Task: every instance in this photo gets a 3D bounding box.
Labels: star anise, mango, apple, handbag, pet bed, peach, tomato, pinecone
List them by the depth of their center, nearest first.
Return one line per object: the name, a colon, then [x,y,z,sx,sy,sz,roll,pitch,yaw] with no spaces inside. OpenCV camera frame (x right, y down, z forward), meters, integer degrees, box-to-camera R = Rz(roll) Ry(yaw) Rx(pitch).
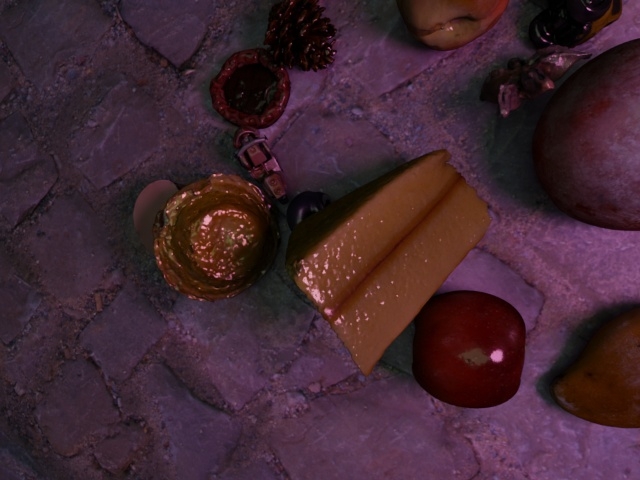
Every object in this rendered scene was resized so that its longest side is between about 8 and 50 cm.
tomato: [0.529,-0.168,0.664,0.318,0.282,0.315,4,104,15]
mango: [0.578,0.233,0.718,0.316,0.146,0.192,-41,77,22]
star anise: [0.383,-0.307,0.738,0.172,0.208,0.063,-29,110,23]
apple: [0.278,0.202,0.760,0.202,0.218,0.217,3,92,19]
peach: [0.246,-0.503,0.766,0.215,0.214,0.235,-12,81,15]
pinecone: [-0.040,-0.446,0.876,0.174,0.174,0.173,0,91,15]
pet bed: [-0.165,-0.361,0.957,0.202,0.053,0.200,0,92,10]
handbag: [-0.335,-0.046,0.973,0.179,0.116,0.205,-38,81,12]

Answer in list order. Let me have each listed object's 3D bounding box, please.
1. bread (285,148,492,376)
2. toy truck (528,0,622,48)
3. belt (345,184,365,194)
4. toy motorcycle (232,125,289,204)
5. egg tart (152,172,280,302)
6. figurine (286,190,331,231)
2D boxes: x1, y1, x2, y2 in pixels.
bread: [0.148,0.001,0.703,0.362,0.245,0.233,-34,105,6]
toy truck: [0.489,-0.479,0.742,0.166,0.147,0.224,-10,91,-7]
belt: [0.145,-0.055,0.862,0.163,0.082,0.147,-10,84,14]
toy motorcycle: [-0.138,-0.178,0.916,0.084,0.118,0.212,-31,83,-1]
egg tart: [-0.212,0.000,0.869,0.295,0.116,0.294,-4,99,-26]
figurine: [0.000,0.000,0.876,0.146,0.145,0.222,-18,87,15]
